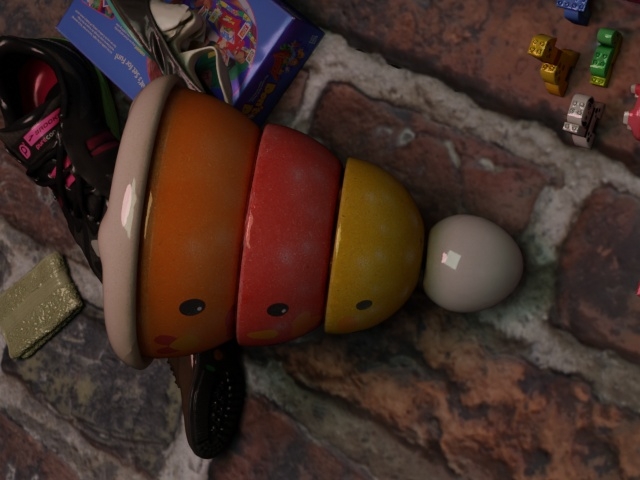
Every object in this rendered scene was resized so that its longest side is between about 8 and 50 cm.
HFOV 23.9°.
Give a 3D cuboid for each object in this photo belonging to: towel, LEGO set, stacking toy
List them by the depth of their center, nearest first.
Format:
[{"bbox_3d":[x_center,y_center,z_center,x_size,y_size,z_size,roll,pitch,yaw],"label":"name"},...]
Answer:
[{"bbox_3d":[0.297,-0.232,1.762,0.087,0.093,0.227,19,92,34],"label":"LEGO set"},{"bbox_3d":[0.000,0.000,1.775,0.480,0.350,0.350,6,84,3],"label":"stacking toy"},{"bbox_3d":[-0.413,0.095,2.195,0.148,0.027,0.110,-38,65,22],"label":"towel"}]

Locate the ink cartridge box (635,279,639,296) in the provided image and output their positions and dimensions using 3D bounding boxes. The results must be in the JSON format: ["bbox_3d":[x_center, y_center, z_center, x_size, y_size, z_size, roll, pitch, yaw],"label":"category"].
[{"bbox_3d":[0.434,-0.005,1.647,0.127,0.072,0.175,16,91,34],"label":"ink cartridge box"}]

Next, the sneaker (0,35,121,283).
[{"bbox_3d":[-0.337,-0.097,2.076,0.185,0.202,0.483,-47,61,18],"label":"sneaker"}]

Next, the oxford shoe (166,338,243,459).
[{"bbox_3d":[-0.157,0.175,1.999,0.096,0.083,0.227,-13,73,49],"label":"oxford shoe"}]

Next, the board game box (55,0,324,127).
[{"bbox_3d":[-0.188,-0.290,2.090,0.347,0.078,0.233,43,104,30],"label":"board game box"}]

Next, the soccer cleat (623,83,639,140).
[{"bbox_3d":[0.415,-0.221,1.702,0.095,0.083,0.248,17,91,17],"label":"soccer cleat"}]

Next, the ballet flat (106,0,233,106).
[{"bbox_3d":[-0.181,-0.242,1.983,0.096,0.095,0.280,-34,76,13],"label":"ballet flat"}]
